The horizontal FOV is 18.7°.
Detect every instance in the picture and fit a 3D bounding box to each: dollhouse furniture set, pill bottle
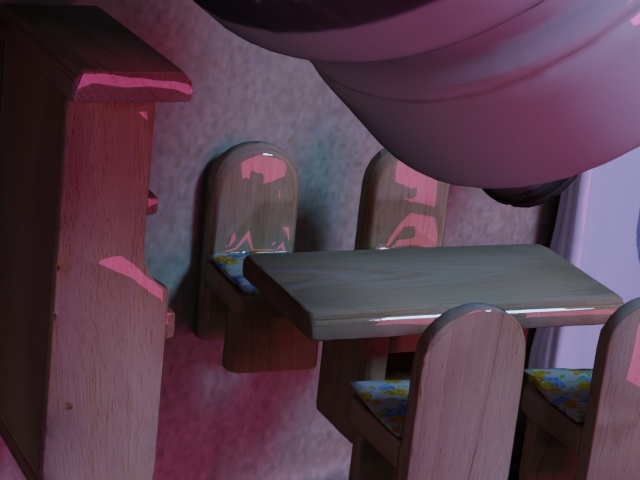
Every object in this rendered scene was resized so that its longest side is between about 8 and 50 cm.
[{"bbox_3d":[0.000,0.000,0.762,0.242,0.212,0.161,-2,109,-24],"label":"dollhouse furniture set"},{"bbox_3d":[-0.003,-0.183,0.582,0.361,0.204,0.204,47,67,-42],"label":"pill bottle"}]

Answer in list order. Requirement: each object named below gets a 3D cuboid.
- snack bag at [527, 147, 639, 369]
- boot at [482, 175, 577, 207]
[{"bbox_3d":[0.222,0.067,1.214,0.323,0.037,0.343,-10,111,-49],"label":"snack bag"},{"bbox_3d":[0.088,-0.154,0.931,0.161,0.083,0.246,30,75,-46],"label":"boot"}]
